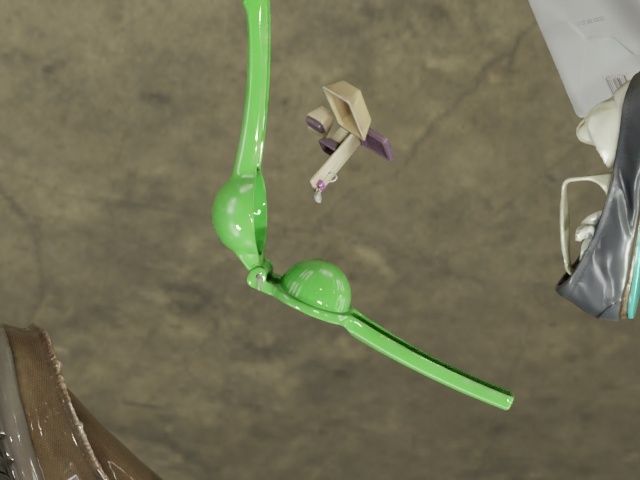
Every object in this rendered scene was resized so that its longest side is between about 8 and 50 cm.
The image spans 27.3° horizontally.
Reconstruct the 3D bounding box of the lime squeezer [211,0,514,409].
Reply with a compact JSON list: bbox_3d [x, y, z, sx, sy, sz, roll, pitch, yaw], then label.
[{"bbox_3d":[0.000,0.000,0.853,0.110,0.310,0.059,-32,-176,-5],"label":"lime squeezer"}]

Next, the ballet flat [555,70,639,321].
[{"bbox_3d":[0.200,-0.046,0.885,0.074,0.074,0.203,10,104,-8],"label":"ballet flat"}]

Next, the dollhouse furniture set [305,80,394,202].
[{"bbox_3d":[-0.003,-0.093,1.170,0.091,0.081,0.114,34,166,27],"label":"dollhouse furniture set"}]

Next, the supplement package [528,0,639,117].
[{"bbox_3d":[0.326,-0.219,1.159,0.203,0.194,0.149,-28,101,-14],"label":"supplement package"}]

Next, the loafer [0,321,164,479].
[{"bbox_3d":[-0.177,0.219,1.046,0.134,0.130,0.366,4,116,58],"label":"loafer"}]
